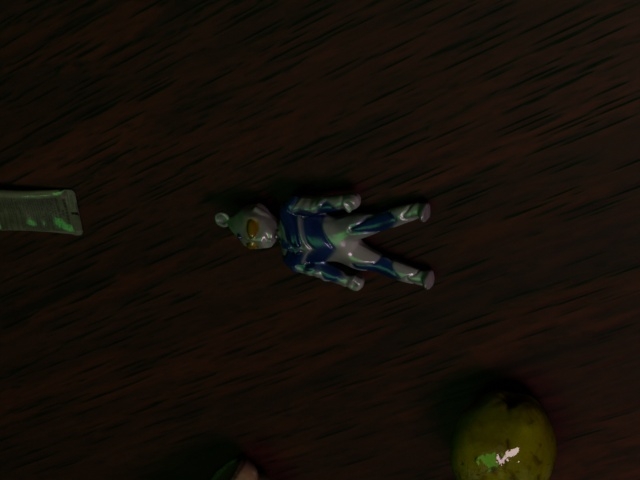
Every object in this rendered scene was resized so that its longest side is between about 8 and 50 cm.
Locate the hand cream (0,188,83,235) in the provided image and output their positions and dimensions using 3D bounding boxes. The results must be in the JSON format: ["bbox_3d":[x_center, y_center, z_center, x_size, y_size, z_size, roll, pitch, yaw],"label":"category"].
[{"bbox_3d":[-0.339,-0.033,1.854,0.165,0.037,0.057,2,120,18],"label":"hand cream"}]

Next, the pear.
[{"bbox_3d":[0.182,0.212,1.693,0.107,0.107,0.131,21,119,14],"label":"pear"}]

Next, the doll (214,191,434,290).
[{"bbox_3d":[0.000,0.000,1.683,0.227,0.057,0.114,8,127,20],"label":"doll"}]

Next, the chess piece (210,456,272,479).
[{"bbox_3d":[-0.014,0.385,1.908,0.307,0.124,0.139,40,99,-5],"label":"chess piece"}]
